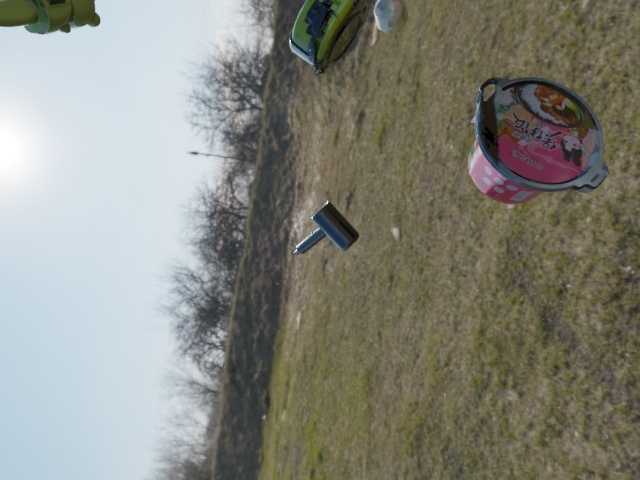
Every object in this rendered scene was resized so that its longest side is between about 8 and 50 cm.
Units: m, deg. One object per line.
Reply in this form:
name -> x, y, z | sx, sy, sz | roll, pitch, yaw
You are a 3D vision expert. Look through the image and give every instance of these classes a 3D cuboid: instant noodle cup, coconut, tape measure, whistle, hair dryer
instant noodle cup -> 0.431, -0.189, 1.030 | 0.303, 0.258, 0.182 | 57, 167, 14
coconut -> 0.227, -0.742, 1.543 | 0.124, 0.110, 0.110 | 66, -157, -53
tape measure -> 0.014, -0.450, 0.987 | 0.186, 0.112, 0.199 | -55, -6, 10
whistle -> -0.636, -0.543, 1.111 | 0.288, 0.106, 0.131 | -50, -56, -47
hair dryer -> 0.000, 0.000, 1.337 | 0.070, 0.128, 0.255 | -47, 4, -37
